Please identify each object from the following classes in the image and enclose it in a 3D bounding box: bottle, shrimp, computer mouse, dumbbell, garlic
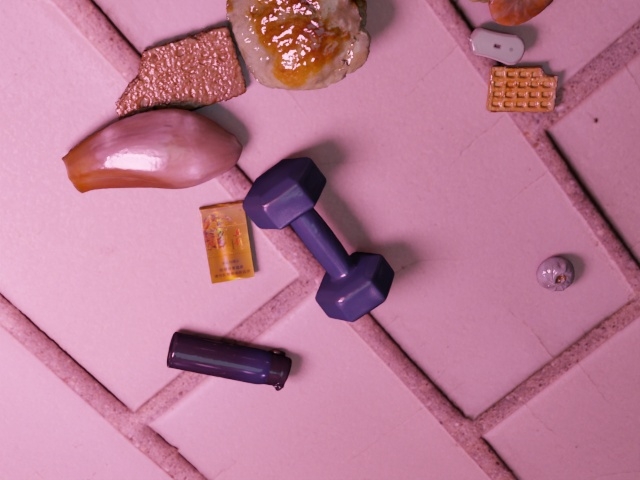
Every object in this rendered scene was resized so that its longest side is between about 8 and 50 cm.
[{"bbox_3d":[-0.179,0.237,1.923,0.244,0.082,0.072,14,153,-14],"label":"bottle"},{"bbox_3d":[0.390,-0.482,1.725,0.236,0.053,0.133,-42,122,5],"label":"shrimp"},{"bbox_3d":[0.320,-0.360,1.783,0.110,0.032,0.056,14,108,-4],"label":"computer mouse"},{"bbox_3d":[0.000,0.000,1.815,0.144,0.160,0.325,-46,115,-21],"label":"dumbbell"},{"bbox_3d":[-0.301,-0.151,1.723,0.318,0.112,0.143,-6,133,3],"label":"garlic"}]

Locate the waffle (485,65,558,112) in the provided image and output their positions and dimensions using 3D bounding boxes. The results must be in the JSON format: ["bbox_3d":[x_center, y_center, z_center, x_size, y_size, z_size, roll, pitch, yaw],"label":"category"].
[{"bbox_3d":[0.381,-0.286,1.828,0.135,0.021,0.092,-3,113,-8],"label":"waffle"}]

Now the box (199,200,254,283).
[{"bbox_3d":[-0.178,0.004,1.852,0.089,0.022,0.156,-8,113,-7],"label":"box"}]

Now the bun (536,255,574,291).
[{"bbox_3d":[0.482,0.070,1.979,0.083,0.045,0.083,-4,118,-7],"label":"bun"}]

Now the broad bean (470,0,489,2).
[{"bbox_3d":[0.297,-0.455,1.734,0.083,0.045,0.063,-17,118,-10],"label":"broad bean"}]

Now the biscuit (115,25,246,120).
[{"bbox_3d":[-0.258,-0.287,1.716,0.237,0.026,0.131,-17,114,-1],"label":"biscuit"}]

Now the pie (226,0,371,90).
[{"bbox_3d":[-0.037,-0.396,1.680,0.257,0.105,0.274,3,110,5],"label":"pie"}]
